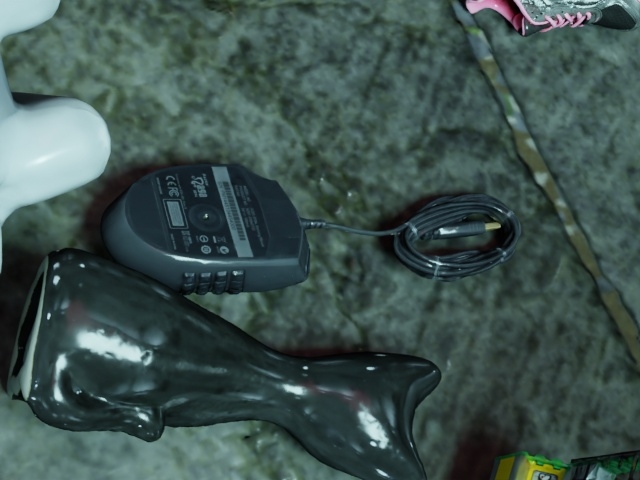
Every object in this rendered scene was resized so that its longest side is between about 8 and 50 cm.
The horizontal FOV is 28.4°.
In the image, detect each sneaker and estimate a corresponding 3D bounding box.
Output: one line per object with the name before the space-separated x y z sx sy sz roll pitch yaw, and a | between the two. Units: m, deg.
sneaker | 0.142 -0.146 0.784 0.119 0.047 0.057 18 69 -2

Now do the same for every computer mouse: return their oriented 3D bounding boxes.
computer mouse | 0.000 0.000 0.678 0.242 0.041 0.071 2 50 -23

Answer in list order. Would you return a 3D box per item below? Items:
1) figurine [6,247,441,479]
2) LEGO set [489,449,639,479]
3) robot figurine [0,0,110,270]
figurine | -0.045 0.129 0.578 0.210 0.092 0.214 15 64 -17
LEGO set | 0.193 0.205 0.512 0.255 0.331 0.192 35 61 -25
robot figurine | -0.268 -0.024 0.501 0.354 0.200 0.299 -22 104 -26
